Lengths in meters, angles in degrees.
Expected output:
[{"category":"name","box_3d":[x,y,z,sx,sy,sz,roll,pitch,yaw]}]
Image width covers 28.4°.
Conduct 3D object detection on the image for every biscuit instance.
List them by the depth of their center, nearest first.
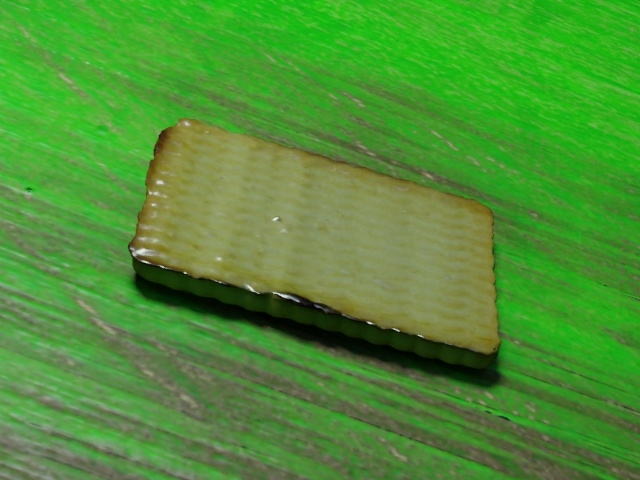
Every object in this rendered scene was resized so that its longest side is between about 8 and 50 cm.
[{"category":"biscuit","box_3d":[0.000,0.000,0.872,0.255,0.029,0.172,16,39,-7]}]
